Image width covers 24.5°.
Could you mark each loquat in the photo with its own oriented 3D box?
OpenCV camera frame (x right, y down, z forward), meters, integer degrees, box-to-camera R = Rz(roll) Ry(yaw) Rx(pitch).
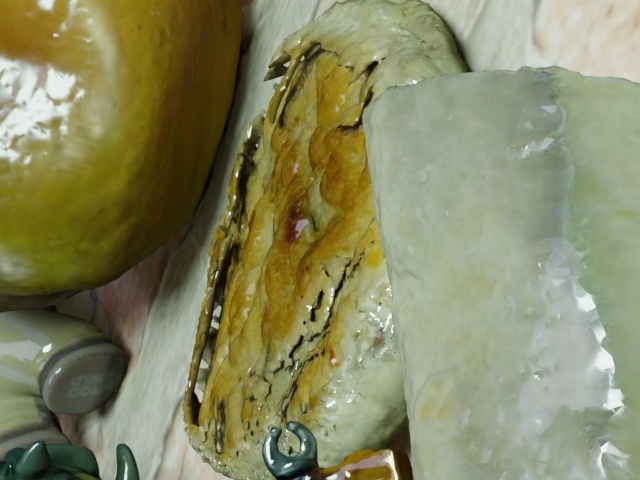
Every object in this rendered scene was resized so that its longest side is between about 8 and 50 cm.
[{"bbox_3d":[-0.181,-0.102,0.919,0.276,0.276,0.284,-2,98,59],"label":"loquat"}]

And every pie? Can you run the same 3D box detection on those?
[{"bbox_3d":[0.000,0.000,0.760,0.274,0.055,0.274,-42,39,47],"label":"pie"}]

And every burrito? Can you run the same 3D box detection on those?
[{"bbox_3d":[0.089,0.063,0.509,0.143,0.105,0.299,-22,59,31],"label":"burrito"}]

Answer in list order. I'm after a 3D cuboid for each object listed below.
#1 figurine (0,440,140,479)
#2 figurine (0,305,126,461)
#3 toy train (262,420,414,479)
[{"bbox_3d":[-0.181,0.288,0.801,0.261,0.186,0.382,161,116,-81],"label":"figurine"},{"bbox_3d":[-0.273,0.027,1.094,0.380,0.203,0.248,44,125,43],"label":"figurine"},{"bbox_3d":[0.025,0.177,0.581,0.089,0.127,0.219,-23,72,21],"label":"toy train"}]
